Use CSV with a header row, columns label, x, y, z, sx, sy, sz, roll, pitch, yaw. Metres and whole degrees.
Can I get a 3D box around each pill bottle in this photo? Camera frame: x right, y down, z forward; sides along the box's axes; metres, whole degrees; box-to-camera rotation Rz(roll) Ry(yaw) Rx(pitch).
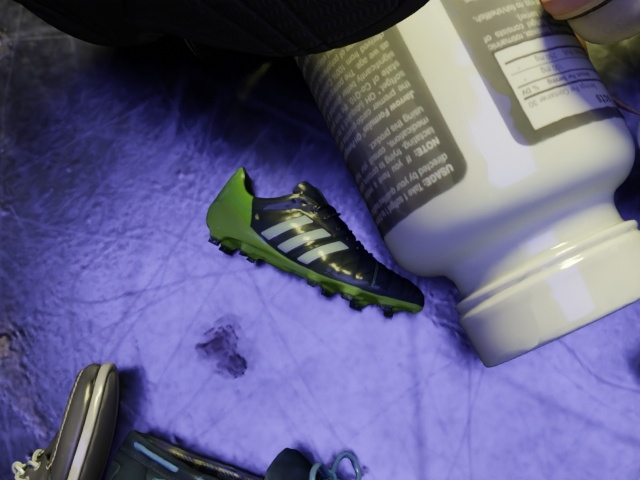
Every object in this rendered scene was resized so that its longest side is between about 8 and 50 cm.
label,x,y,z,sx,sy,sz,roll,pitch,yaw
pill bottle,0.099,-0.084,0.582,0.176,0.176,0.318,-25,79,0

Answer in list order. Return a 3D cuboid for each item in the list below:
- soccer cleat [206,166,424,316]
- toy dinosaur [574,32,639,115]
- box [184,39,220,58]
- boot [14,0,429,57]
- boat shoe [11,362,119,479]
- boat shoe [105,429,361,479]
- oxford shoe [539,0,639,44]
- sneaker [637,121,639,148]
label,x,y,z,sx,sy,sz,roll,pitch,yaw
soccer cleat,0.000,0.000,0.635,0.179,0.060,0.072,23,81,10
toy dinosaur,0.175,-0.180,0.621,0.064,0.112,0.211,-13,88,16
box,-0.019,-0.333,0.684,0.322,0.079,0.257,-26,81,-1
boot,-0.042,-0.258,0.501,0.377,0.138,0.284,11,72,50
boat shoe,-0.199,0.182,0.611,0.065,0.075,0.206,15,86,3
boat shoe,-0.030,0.184,0.583,0.258,0.109,0.089,9,78,3
oxford shoe,0.302,-0.204,0.554,0.397,0.140,0.146,-34,100,-25
sneaker,0.314,-0.086,0.584,0.240,0.126,0.091,-22,72,-8
